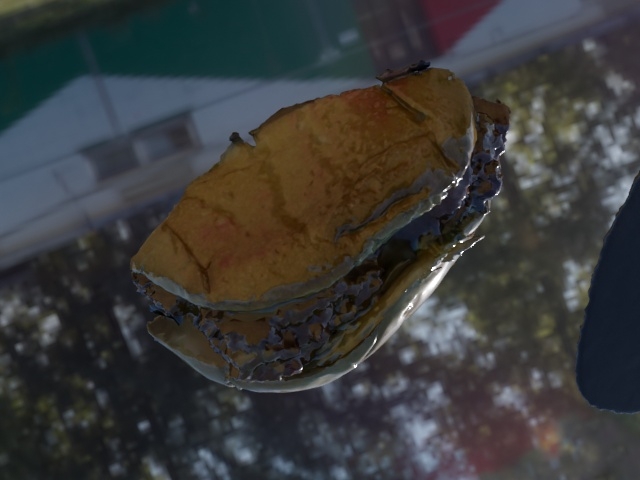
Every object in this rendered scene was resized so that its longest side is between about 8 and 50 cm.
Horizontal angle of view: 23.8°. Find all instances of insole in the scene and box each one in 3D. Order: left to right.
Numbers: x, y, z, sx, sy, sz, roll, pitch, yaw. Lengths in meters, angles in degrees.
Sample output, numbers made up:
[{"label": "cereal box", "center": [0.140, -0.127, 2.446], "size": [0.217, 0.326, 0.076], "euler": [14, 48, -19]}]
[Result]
[{"label": "insole", "center": [0.204, -0.046, 0.696], "size": [0.111, 0.328, 0.007], "euler": [9, -150, -27]}]

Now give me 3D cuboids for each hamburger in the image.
[{"label": "hamburger", "center": [0.000, 0.000, 1.158], "size": [0.282, 0.245, 0.155], "euler": [-3, 148, 18]}]
